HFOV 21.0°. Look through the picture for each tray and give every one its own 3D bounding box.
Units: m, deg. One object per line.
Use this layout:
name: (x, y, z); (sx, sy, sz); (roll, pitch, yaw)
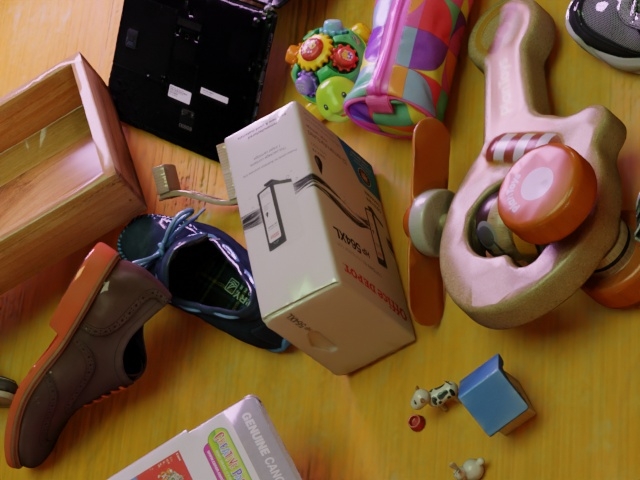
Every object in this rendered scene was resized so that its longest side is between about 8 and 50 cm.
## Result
tray: (-0.391, -0.015, 1.822); (0.411, 0.076, 0.203); (-29, 46, 7)

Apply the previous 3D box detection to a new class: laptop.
laptop: (-0.089, -0.230, 1.842); (0.234, 0.136, 0.264); (24, 108, 41)

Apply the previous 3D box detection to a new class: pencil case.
pencil case: (0.092, -0.215, 1.645); (0.104, 0.104, 0.236); (0, 69, 36)

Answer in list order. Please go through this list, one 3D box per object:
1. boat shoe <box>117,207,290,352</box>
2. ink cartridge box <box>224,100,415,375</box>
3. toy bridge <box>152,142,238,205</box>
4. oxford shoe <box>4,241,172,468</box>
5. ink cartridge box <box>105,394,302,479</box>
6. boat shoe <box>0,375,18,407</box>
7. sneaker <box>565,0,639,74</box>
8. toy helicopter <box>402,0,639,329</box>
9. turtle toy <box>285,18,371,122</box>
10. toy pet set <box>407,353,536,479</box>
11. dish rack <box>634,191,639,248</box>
boat shoe: (-0.115, 0.021, 1.679); (0.258, 0.089, 0.109); (19, 79, 42)
ink cartridge box: (0.000, 0.000, 1.569); (0.086, 0.148, 0.203); (-27, 55, 19)
toy bridge: (-0.087, -0.068, 1.734); (0.188, 0.026, 0.063); (-18, 82, 28)
oxford shoe: (-0.230, 0.133, 1.679); (0.271, 0.098, 0.097); (-61, 1, 31)
ink cartridge box: (-0.088, 0.330, 1.461); (0.272, 0.130, 0.309); (-32, 51, 3)
boat shoe: (-0.388, 0.132, 1.828); (0.206, 0.075, 0.065); (6, 74, 42)
sneaker: (0.307, -0.211, 1.455); (0.268, 0.153, 0.101); (10, 73, 38)
toy helicopter: (0.163, -0.072, 1.531); (0.235, 0.140, 0.355); (-29, 42, 32)
turtle toy: (0.011, -0.164, 1.699); (0.095, 0.066, 0.130); (-34, 51, 17)
toy pet set: (0.123, 0.158, 1.454); (0.114, 0.065, 0.122); (-38, 51, 14)
dish rack: (0.388, -0.026, 1.341); (0.271, 0.074, 0.208); (28, 83, 35)
